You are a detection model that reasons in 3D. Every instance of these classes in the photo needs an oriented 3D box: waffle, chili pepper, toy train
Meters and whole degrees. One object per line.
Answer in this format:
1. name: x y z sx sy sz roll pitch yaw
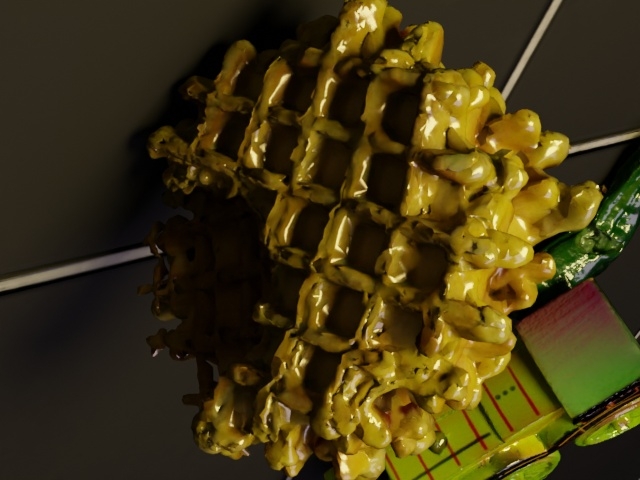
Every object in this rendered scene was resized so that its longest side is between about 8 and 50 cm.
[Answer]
1. waffle: 0.000 0.000 0.480 0.197 0.193 0.070 -49 148 15
2. chili pepper: 0.210 -0.007 0.879 0.182 0.050 0.073 -49 144 14
3. toy train: 0.133 0.147 0.900 0.296 0.100 0.160 -35 153 11
